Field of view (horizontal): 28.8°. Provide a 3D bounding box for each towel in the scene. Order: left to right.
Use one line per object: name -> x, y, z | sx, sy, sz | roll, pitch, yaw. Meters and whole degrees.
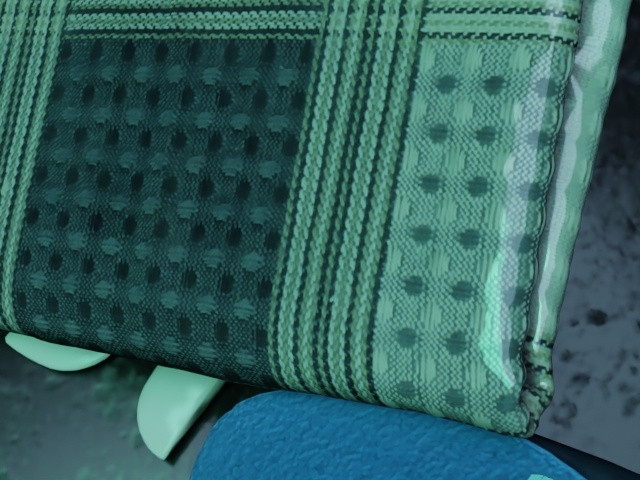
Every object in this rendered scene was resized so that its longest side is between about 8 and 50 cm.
towel -> -0.027, -0.109, 0.496 | 0.312, 0.056, 0.324 | 7, 83, 32

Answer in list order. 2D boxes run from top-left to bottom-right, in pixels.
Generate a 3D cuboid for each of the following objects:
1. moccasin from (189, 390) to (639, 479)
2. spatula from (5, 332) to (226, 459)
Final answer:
moccasin -> 0.111, 0.152, 0.437 | 0.342, 0.117, 0.138 | 22, 86, 22
spatula -> 0.000, 0.000, 0.550 | 0.168, 0.019, 0.242 | 35, 77, 19
